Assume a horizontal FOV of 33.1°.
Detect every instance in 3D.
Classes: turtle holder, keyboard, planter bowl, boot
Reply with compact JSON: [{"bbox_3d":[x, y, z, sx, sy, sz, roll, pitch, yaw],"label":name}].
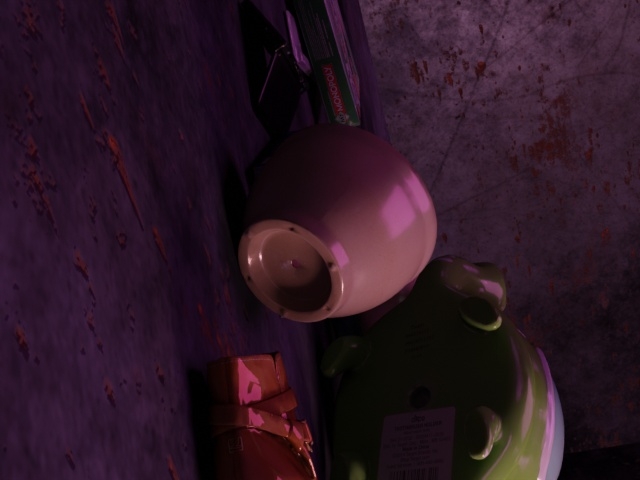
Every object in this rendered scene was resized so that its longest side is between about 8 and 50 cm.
[{"bbox_3d":[0.139,0.178,1.172,0.227,0.243,0.320,39,18,-41],"label":"turtle holder"},{"bbox_3d":[-0.021,-0.269,1.536,0.256,0.014,0.072,-1,76,-82],"label":"keyboard"},{"bbox_3d":[0.000,0.000,0.881,0.109,0.162,0.162,-47,131,-47],"label":"planter bowl"},{"bbox_3d":[-0.025,0.152,0.737,0.197,0.073,0.152,53,23,-78],"label":"boot"}]

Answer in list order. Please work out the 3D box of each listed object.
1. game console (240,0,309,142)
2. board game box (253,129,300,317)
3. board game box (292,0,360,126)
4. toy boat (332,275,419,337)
[{"bbox_3d":[-0.059,-0.174,1.130,0.107,0.071,0.122,50,-2,18],"label":"game console"},{"bbox_3d":[-0.007,-0.002,1.073,0.194,0.060,0.194,-68,148,-73],"label":"board game box"},{"bbox_3d":[-0.004,-0.340,1.553,0.213,0.046,0.317,-88,162,-65],"label":"board game box"},{"bbox_3d":[0.094,0.134,1.415,0.318,0.148,0.267,-56,130,-68],"label":"toy boat"}]
